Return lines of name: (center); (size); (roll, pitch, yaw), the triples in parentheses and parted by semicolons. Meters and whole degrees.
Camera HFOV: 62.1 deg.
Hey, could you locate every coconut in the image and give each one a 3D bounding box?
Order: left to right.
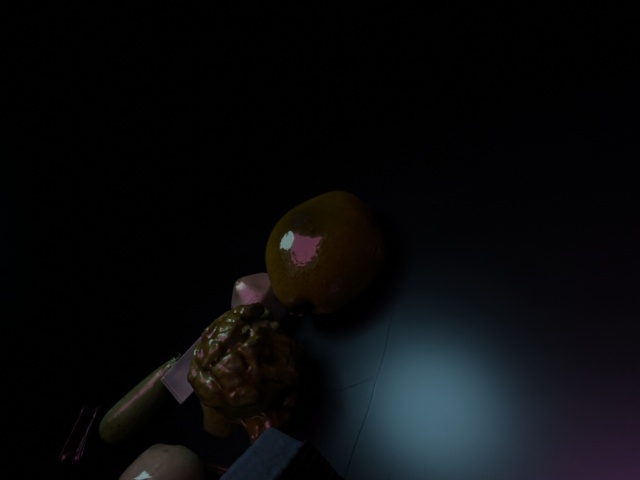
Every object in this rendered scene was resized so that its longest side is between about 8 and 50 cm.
coconut: (-0.402, 0.623, 1.323); (0.224, 0.224, 0.224); (-32, 35, 26)
coconut: (-0.179, 0.177, 1.546); (0.171, 0.183, 0.171); (-34, 33, 25)

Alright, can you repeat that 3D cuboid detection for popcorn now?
popcorn: (-0.183, 0.315, 1.325); (0.274, 0.279, 0.335); (-17, 26, 13)

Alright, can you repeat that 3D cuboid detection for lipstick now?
lipstick: (-0.266, 0.584, 1.361); (0.176, 0.027, 0.027); (-12, 46, 47)

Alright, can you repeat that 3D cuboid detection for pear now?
pear: (0.000, 0.000, 1.444); (0.340, 0.191, 0.386); (-5, 46, 28)

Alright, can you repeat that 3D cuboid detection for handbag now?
handbag: (-0.760, 0.663, 1.739); (0.216, 0.074, 0.203); (98, -178, -50)

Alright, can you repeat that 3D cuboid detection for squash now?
squash: (-0.566, 0.517, 1.728); (0.370, 0.118, 0.118); (-44, 31, -2)

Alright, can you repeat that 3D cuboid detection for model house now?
model house: (-0.060, 0.528, 0.981); (0.280, 0.249, 0.230); (-27, -44, -64)

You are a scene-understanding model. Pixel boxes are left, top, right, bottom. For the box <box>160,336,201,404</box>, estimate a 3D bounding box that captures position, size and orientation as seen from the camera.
box: (-0.397, 0.402, 1.660); (0.109, 0.029, 0.198); (44, 92, 16)
